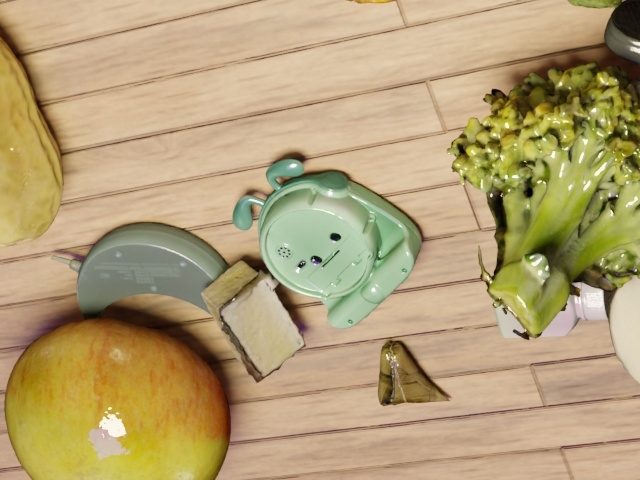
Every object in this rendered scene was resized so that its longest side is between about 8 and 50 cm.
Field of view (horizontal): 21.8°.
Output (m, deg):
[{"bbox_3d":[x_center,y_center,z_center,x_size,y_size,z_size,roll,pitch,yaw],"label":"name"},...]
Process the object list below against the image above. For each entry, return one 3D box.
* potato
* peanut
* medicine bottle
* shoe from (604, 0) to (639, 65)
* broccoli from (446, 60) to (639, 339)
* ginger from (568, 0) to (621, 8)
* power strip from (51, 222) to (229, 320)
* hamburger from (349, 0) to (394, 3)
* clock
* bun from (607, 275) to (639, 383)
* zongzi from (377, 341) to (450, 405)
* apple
[{"bbox_3d":[-0.075,0.085,1.830,0.061,0.086,0.122,31,156,50],"label":"potato"},{"bbox_3d":[-0.368,-0.133,1.736,0.147,0.147,0.305,-6,120,20],"label":"peanut"},{"bbox_3d":[0.244,0.060,1.748,0.118,0.055,0.074,-4,124,20],"label":"medicine bottle"},{"bbox_3d":[0.373,-0.144,1.529,0.241,0.108,0.093,20,131,10],"label":"shoe"},{"bbox_3d":[0.252,-0.051,1.518,0.242,0.273,0.180,39,130,-11],"label":"broccoli"},{"bbox_3d":[0.334,-0.283,1.446,0.290,0.089,0.137,-14,139,21],"label":"ginger"},{"bbox_3d":[-0.200,0.043,1.875,0.216,0.044,0.137,3,127,14],"label":"power strip"},{"bbox_3d":[0.054,-0.311,1.487,0.191,0.118,0.182,-20,121,32],"label":"hamburger"},{"bbox_3d":[0.000,-0.001,1.772,0.188,0.060,0.148,35,128,-9],"label":"clock"},{"bbox_3d":[0.383,0.080,1.678,0.173,0.120,0.173,25,126,39],"label":"bun"},{"bbox_3d":[0.107,0.151,1.873,0.083,0.040,0.076,3,121,0],"label":"zongzi"},{"bbox_3d":[-0.228,0.203,1.885,0.260,0.194,0.261,4,155,2],"label":"apple"}]
